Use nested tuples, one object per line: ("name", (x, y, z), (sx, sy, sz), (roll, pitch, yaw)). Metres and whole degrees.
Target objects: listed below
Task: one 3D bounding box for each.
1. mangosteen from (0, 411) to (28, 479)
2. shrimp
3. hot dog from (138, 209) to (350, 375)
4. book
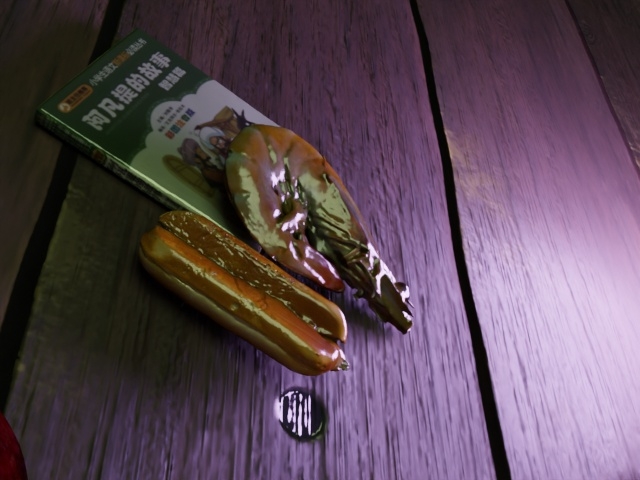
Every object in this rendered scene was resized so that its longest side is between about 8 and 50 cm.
("mangosteen", (-0.277, 0.176, 0.336), (0.235, 0.235, 0.262), (11, 92, -27))
("shrimp", (0.000, 0.000, 0.726), (0.287, 0.063, 0.152), (53, 39, -3))
("hot dog", (-0.068, 0.056, 0.655), (0.235, 0.062, 0.092), (36, 42, 0))
("book", (-0.146, -0.115, 0.765), (0.264, 0.027, 0.202), (34, 44, -7))
